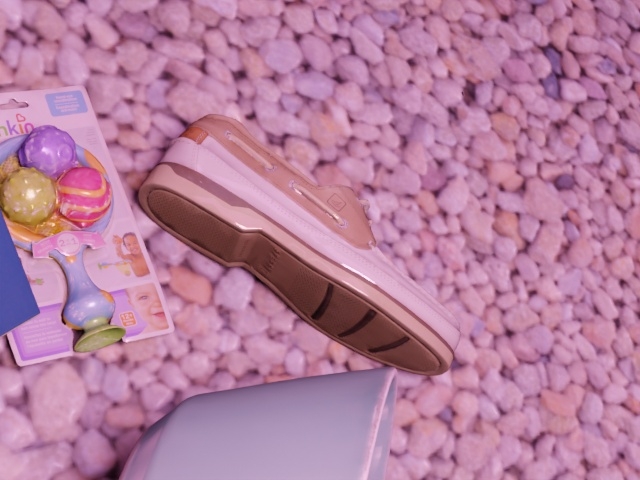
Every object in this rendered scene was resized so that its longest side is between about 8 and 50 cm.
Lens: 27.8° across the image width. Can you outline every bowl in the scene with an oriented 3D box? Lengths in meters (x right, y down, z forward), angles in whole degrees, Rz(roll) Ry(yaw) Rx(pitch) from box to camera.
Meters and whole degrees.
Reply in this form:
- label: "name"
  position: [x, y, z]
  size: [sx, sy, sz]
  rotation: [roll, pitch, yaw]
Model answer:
- label: "bowl"
  position: [-0.053, 0.226, 0.875]
  size: [0.163, 0.311, 0.311]
  rotation: [9, 59, 7]

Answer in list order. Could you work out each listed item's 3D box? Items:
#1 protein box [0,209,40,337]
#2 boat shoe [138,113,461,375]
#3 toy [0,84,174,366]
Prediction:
- label: "protein box"
  position: [-0.332, 0.002, 0.854]
  size: [0.201, 0.136, 0.200]
  rotation: [-33, 117, -35]
- label: "boat shoe"
  position: [0.000, 0.000, 1.097]
  size: [0.302, 0.113, 0.103]
  rotation: [34, 61, -8]
- label: "toy"
  position: [-0.208, -0.027, 1.034]
  size: [0.137, 0.056, 0.237]
  rotation: [-11, 72, -33]
